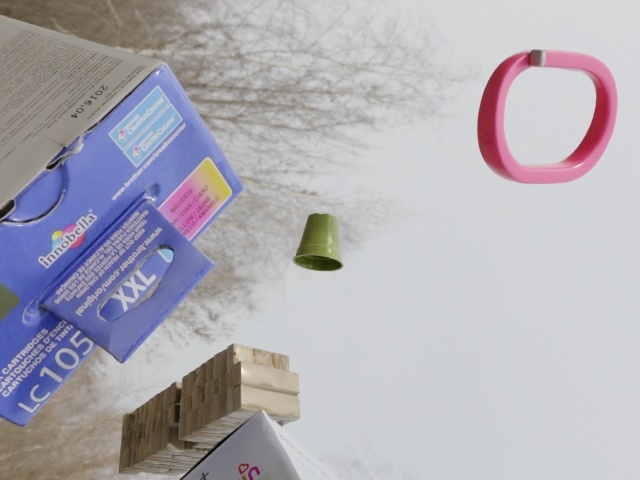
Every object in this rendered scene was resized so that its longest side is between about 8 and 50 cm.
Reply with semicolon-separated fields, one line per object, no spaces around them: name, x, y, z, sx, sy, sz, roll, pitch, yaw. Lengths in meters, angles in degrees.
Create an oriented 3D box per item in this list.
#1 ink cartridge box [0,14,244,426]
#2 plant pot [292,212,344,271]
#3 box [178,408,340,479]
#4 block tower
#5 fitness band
ink cartridge box;-0.260;-0.036;0.565;0.395;0.151;0.270;24;-114;41
plant pot;0.000;0.000;1.061;0.083;0.083;0.079;-29;-130;59
box;0.018;0.300;0.504;0.127;0.262;0.231;-41;-148;-3
block tower;-0.162;0.242;0.904;0.335;0.097;0.091;-35;-133;40
fitness band;0.367;-0.193;1.045;0.054;0.291;0.209;24;-66;54
